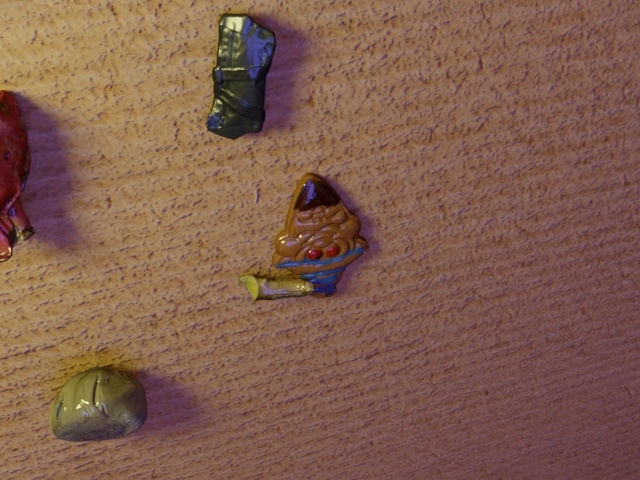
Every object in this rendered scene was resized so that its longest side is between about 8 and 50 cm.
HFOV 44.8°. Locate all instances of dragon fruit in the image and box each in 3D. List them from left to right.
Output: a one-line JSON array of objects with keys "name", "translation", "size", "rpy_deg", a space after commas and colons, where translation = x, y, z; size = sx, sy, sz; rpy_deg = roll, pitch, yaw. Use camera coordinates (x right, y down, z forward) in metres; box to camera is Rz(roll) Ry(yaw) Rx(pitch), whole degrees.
[{"name": "dragon fruit", "translation": [-0.483, -0.055, 1.067], "size": [0.262, 0.134, 0.211], "rpy_deg": [-33, 134, 4]}]

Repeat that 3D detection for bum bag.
[{"name": "bum bag", "translation": [-0.116, -0.238, 1.142], "size": [0.087, 0.049, 0.198], "rpy_deg": [11, 124, -1]}]

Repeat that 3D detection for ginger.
[{"name": "ginger", "translation": [-0.080, 0.087, 1.391], "size": [0.137, 0.044, 0.057], "rpy_deg": [3, 125, -8]}]

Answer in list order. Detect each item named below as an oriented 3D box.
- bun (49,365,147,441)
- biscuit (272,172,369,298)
[{"name": "bun", "translation": [-0.395, 0.286, 1.379], "size": [0.166, 0.113, 0.173], "rpy_deg": [-6, 151, -13]}, {"name": "biscuit", "translation": [0.000, 0.000, 1.384], "size": [0.183, 0.043, 0.280], "rpy_deg": [-17, 133, -14]}]
